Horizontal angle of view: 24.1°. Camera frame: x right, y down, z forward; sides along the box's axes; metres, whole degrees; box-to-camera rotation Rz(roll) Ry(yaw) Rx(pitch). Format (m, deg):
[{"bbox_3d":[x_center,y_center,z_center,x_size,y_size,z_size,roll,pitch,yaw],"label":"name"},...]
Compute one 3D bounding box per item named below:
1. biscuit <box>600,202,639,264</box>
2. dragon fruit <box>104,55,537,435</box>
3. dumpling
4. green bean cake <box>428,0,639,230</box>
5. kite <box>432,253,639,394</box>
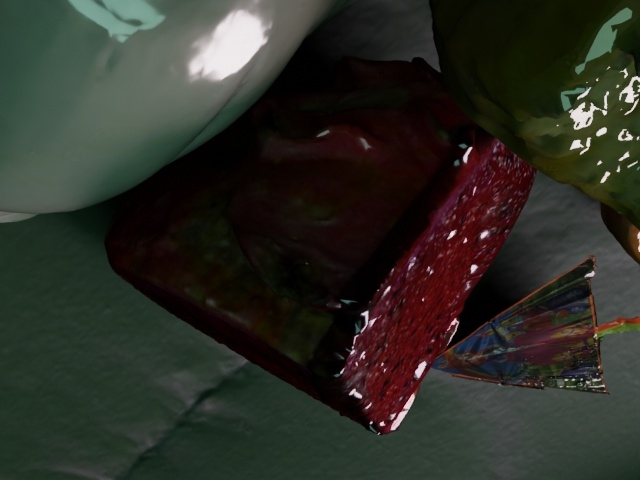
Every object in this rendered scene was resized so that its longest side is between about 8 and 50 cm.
[{"bbox_3d":[0.281,-0.107,0.765,0.334,0.047,0.202,-46,129,13],"label":"biscuit"},{"bbox_3d":[0.000,0.000,0.654,0.189,0.163,0.261,2,170,6],"label":"dragon fruit"},{"bbox_3d":[-0.068,-0.103,0.565,0.227,0.243,0.175,-10,92,-39],"label":"dumpling"},{"bbox_3d":[0.157,-0.067,0.592,0.236,0.233,0.124,32,113,-17],"label":"green bean cake"},{"bbox_3d":[0.132,0.053,0.828,0.159,0.010,0.190,-10,152,6],"label":"kite"}]
